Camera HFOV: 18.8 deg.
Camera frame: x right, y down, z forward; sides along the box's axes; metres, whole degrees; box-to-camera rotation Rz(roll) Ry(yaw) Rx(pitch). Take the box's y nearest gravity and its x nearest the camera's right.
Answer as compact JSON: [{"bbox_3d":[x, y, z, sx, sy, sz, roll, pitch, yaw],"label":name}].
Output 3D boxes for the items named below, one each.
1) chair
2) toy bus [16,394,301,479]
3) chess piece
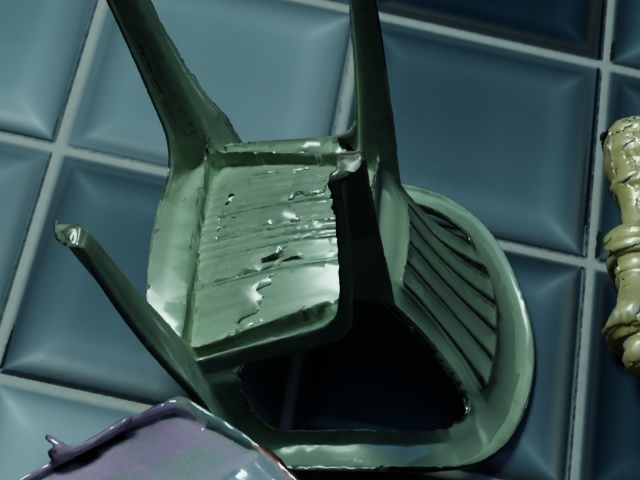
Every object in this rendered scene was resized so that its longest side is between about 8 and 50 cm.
[{"bbox_3d":[0.000,0.000,1.051,0.191,0.274,0.203,-6,54,14],"label":"chair"},{"bbox_3d":[-0.149,0.193,0.933,0.317,0.112,0.138,-27,53,-28],"label":"toy bus"},{"bbox_3d":[0.196,0.006,1.166,0.060,0.060,0.172,11,53,-3],"label":"chess piece"}]
